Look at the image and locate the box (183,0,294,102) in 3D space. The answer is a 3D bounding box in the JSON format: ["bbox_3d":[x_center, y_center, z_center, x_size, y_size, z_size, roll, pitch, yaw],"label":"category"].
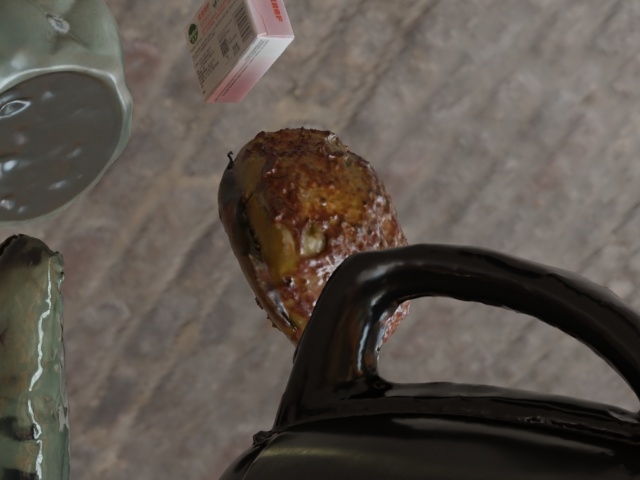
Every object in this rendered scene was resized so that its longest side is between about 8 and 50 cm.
[{"bbox_3d":[-0.082,-0.202,1.547,0.043,0.089,0.125,-2,156,-33],"label":"box"}]

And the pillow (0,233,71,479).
[{"bbox_3d":[-0.162,0.117,0.738,0.093,0.241,0.051,1,180,15],"label":"pillow"}]

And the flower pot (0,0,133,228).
[{"bbox_3d":[-0.277,-0.133,1.285,0.246,0.195,0.246,-29,148,-20],"label":"flower pot"}]

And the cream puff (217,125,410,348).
[{"bbox_3d":[0.000,-0.001,1.499,0.164,0.240,0.240,-27,152,15],"label":"cream puff"}]

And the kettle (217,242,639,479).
[{"bbox_3d":[0.058,0.153,0.766,0.207,0.271,0.250,-35,130,-49],"label":"kettle"}]
